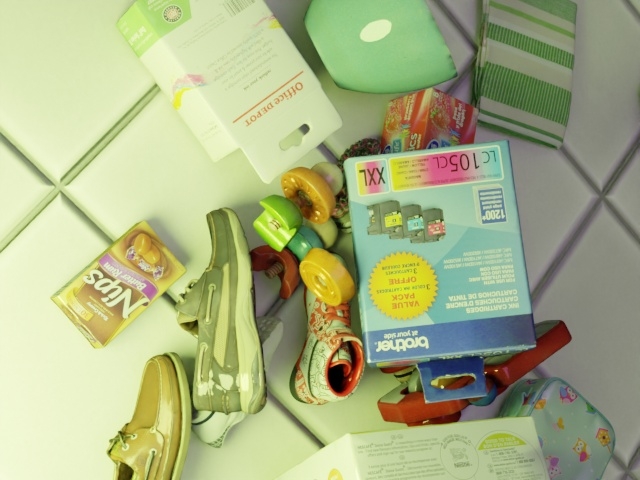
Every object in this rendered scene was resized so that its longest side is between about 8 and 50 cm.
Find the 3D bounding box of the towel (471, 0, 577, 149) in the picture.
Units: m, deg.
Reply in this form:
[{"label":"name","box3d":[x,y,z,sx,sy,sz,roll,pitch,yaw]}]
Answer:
[{"label":"towel","box3d":[0.410,-0.362,2.068,0.248,0.038,0.324,13,75,-28]}]

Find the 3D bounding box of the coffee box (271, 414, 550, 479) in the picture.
[{"label":"coffee box","box3d":[0.148,0.482,1.592,0.338,0.337,0.334,-1,65,-28]}]

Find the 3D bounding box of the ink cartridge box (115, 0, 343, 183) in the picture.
[{"label":"ink cartridge box","box3d":[-0.146,-0.276,1.706,0.207,0.119,0.353,-40,101,-27]}]

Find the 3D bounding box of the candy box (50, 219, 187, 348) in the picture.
[{"label":"candy box","box3d":[-0.314,0.069,1.607,0.187,0.053,0.109,-45,105,-24]}]

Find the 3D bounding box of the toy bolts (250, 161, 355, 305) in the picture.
[{"label":"toy bolts","box3d":[0.000,0.000,1.678,0.218,0.228,0.158,45,63,8]}]

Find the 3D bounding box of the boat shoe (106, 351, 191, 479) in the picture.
[{"label":"boat shoe","box3d":[-0.267,0.322,1.563,0.105,0.111,0.307,7,80,-28]}]

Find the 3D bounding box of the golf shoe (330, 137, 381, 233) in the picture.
[{"label":"golf shoe","box3d":[0.062,-0.100,1.835,0.186,0.068,0.086,-63,146,-27]}]

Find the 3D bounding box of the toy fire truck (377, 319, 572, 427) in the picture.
[{"label":"toy fire truck","box3d":[0.254,0.223,1.775,0.302,0.254,0.169,-28,96,-29]}]

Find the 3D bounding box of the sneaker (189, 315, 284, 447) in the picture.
[{"label":"sneaker","box3d":[-0.132,0.225,1.676,0.235,0.090,0.094,-51,124,-23]}]

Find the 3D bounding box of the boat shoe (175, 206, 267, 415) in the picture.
[{"label":"boat shoe","box3d":[-0.164,0.103,1.605,0.130,0.132,0.355,-7,57,-5]}]

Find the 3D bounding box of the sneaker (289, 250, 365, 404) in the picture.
[{"label":"sneaker","box3d":[0.029,0.144,1.727,0.090,0.145,0.270,19,74,-25]}]

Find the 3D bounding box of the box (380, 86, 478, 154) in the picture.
[{"label":"box","box3d":[0.184,-0.129,1.852,0.123,0.128,0.256,19,75,-33]}]

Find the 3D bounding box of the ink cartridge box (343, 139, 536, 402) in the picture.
[{"label":"ink cartridge box","box3d":[0.192,0.057,1.650,0.270,0.151,0.395,-7,81,4]}]

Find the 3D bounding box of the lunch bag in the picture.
[{"label":"lunch bag","box3d":[0.413,0.400,1.920,0.224,0.108,0.279,40,65,-12]}]

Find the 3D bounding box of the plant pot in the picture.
[{"label":"plant pot","box3d":[0.086,-0.370,1.782,0.195,0.290,0.290,-27,97,7]}]
